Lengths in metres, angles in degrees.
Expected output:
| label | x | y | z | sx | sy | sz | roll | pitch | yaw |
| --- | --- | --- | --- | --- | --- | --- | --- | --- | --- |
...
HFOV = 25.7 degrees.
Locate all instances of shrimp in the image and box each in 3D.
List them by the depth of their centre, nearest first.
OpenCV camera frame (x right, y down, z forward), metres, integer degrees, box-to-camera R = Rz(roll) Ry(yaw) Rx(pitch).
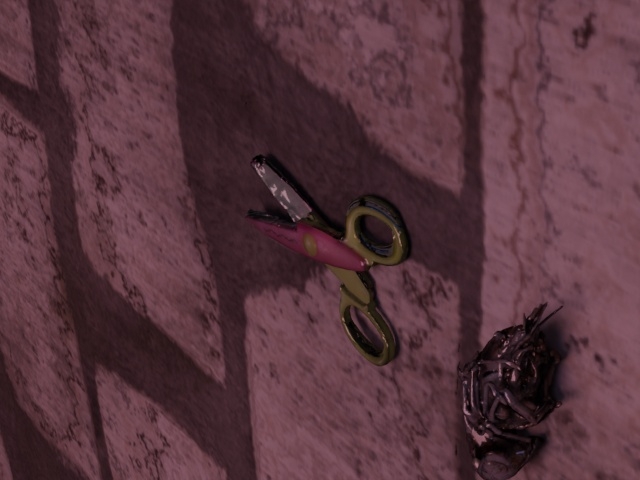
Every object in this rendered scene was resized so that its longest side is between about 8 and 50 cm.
| label | x | y | z | sx | sy | sz | roll | pitch | yaw |
| --- | --- | --- | --- | --- | --- | --- | --- | --- | --- |
| shrimp | 0.118 | 0.091 | 0.867 | 0.165 | 0.057 | 0.065 | 98 | 157 | -55 |

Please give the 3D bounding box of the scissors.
| label | x | y | z | sx | sy | sz | roll | pitch | yaw |
| --- | --- | --- | --- | --- | --- | --- | --- | --- | --- |
| scissors | 0.000 | 0.000 | 1.045 | 0.187 | 0.020 | 0.133 | 38 | 134 | 41 |
